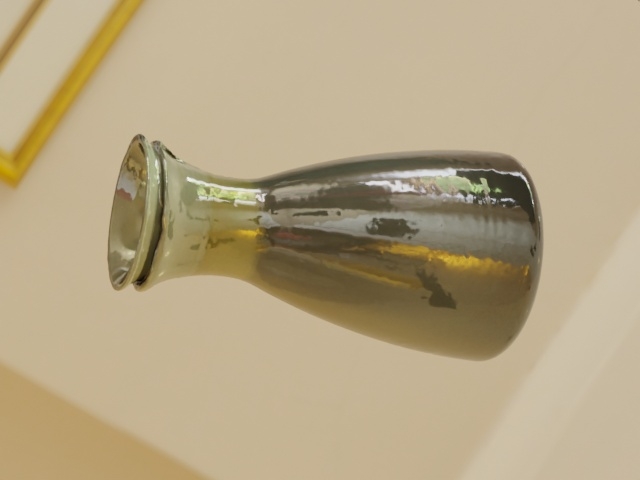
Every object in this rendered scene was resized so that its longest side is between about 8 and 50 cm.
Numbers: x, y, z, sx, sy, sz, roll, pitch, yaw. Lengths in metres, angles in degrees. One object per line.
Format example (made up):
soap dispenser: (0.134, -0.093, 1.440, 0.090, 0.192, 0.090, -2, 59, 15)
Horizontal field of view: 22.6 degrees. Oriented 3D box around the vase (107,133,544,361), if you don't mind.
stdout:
vase: (0.000, 0.000, 1.265, 0.173, 0.321, 0.173, -175, -90, -70)
